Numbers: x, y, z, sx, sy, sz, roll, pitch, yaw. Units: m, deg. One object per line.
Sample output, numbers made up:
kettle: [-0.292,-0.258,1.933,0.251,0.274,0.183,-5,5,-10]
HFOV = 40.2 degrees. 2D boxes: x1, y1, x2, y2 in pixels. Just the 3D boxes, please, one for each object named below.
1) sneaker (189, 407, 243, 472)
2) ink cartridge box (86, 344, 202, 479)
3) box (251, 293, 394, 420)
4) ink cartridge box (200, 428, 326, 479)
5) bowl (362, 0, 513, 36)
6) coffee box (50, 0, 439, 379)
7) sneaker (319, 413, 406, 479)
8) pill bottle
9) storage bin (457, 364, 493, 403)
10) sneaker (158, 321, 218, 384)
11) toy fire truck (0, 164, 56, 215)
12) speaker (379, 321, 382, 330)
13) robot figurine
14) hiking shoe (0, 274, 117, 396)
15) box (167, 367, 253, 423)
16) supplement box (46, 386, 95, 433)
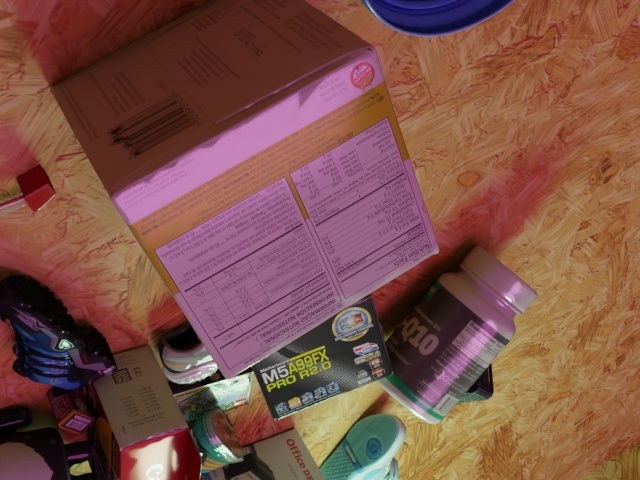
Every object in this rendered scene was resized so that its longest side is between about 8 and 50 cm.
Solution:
sneaker: [-0.234,0.424,1.790,0.121,0.108,0.302,-19,158,-5]
ink cartridge box: [-0.331,0.401,1.603,0.130,0.272,0.309,-13,136,-26]
box: [-0.005,0.225,1.759,0.270,0.060,0.216,-20,124,-6]
ink cartridge box: [-0.146,0.590,1.975,0.307,0.223,0.129,-16,137,-24]
bowl: [0.197,-0.481,1.240,0.391,0.077,0.391,-20,139,-18]
coffee box: [-0.099,-0.094,1.167,0.338,0.337,0.334,-31,130,-8]
sneaker: [0.152,0.551,2.241,0.208,0.127,0.319,12,132,-41]
pill bottle: [0.288,0.201,1.895,0.361,0.204,0.204,-51,140,4]
storage bin: [0.306,0.317,2.059,0.180,0.122,0.084,-15,152,31]
sneaker: [-0.173,0.170,1.625,0.271,0.100,0.108,-26,135,-12]
toy fire truck: [-0.480,-0.060,1.197,0.192,0.047,0.135,-33,143,-2]
speaker: [0.069,0.186,1.853,0.136,0.055,0.055,14,121,-44]
robot figurine: [-0.531,0.422,1.515,0.278,0.209,0.173,-7,127,-26]
hiking shoe: [-0.447,0.171,1.406,0.132,0.113,0.304,-34,142,-3]
box: [-0.242,0.315,1.770,0.207,0.036,0.114,-14,137,-26]
supplement box: [-0.446,0.297,1.561,0.043,0.083,0.055,-43,142,7]
